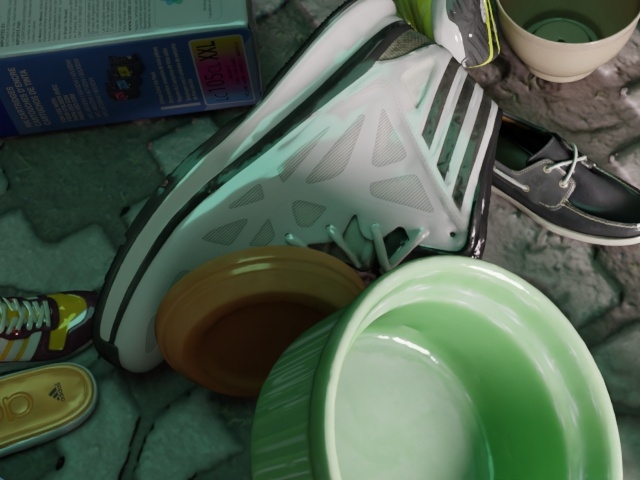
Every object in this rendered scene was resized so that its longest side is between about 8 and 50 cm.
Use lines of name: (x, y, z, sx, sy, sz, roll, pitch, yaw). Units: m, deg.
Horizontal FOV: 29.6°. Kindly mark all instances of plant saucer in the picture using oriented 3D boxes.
plant saucer: (-0.050, 0.084, 1.108, 0.200, 0.200, 0.037, -11, 48, -2)

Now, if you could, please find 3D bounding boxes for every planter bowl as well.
planter bowl: (0.270, -0.244, 1.337, 0.162, 0.109, 0.162, -2, 59, 4)

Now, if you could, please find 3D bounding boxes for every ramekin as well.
ramekin: (0.089, 0.176, 1.002, 0.303, 0.148, 0.303, 12, 67, -30)

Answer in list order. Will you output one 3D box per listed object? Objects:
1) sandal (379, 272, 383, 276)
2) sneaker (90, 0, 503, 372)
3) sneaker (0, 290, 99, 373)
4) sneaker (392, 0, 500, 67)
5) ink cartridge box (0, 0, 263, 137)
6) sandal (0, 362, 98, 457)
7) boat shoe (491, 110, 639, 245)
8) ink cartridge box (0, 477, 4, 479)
sandal: (0.086, -0.070, 1.263, 0.088, 0.079, 0.240, -3, 59, 2)
sneaker: (0.000, -0.001, 1.148, 0.257, 0.169, 0.447, 41, 89, 16)
sneaker: (-0.303, 0.085, 1.196, 0.185, 0.084, 0.069, -19, 59, -7)
sneaker: (0.104, -0.296, 1.349, 0.147, 0.145, 0.384, -15, 36, 6)
ink cartridge box: (-0.274, -0.272, 1.372, 0.395, 0.151, 0.270, -6, 58, 0)
sandal: (-0.347, 0.168, 1.154, 0.265, 0.076, 0.102, -22, 60, -8)
boat shoe: (0.240, -0.068, 1.253, 0.233, 0.079, 0.084, 29, 64, 18)
ink cartridge box: (-0.324, 0.305, 1.049, 0.206, 0.045, 0.208, 38, 67, -1)
